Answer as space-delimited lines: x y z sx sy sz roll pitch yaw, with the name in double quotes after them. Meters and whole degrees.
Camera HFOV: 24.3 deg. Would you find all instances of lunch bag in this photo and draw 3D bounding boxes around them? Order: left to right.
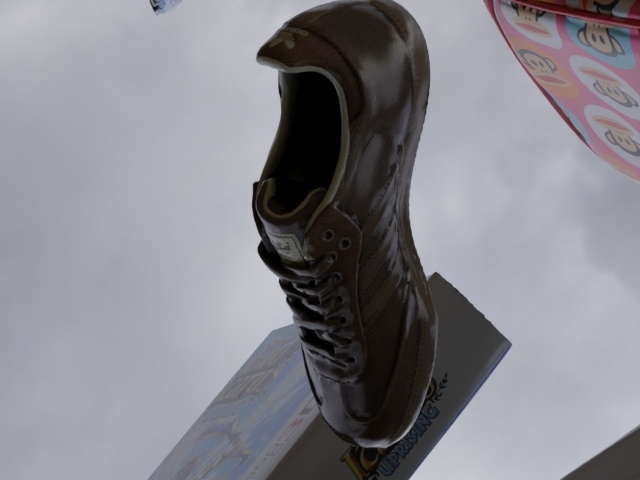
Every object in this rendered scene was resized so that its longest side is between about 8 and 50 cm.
0.238 -0.116 0.940 0.120 0.258 0.293 -52 -145 -6 "lunch bag"

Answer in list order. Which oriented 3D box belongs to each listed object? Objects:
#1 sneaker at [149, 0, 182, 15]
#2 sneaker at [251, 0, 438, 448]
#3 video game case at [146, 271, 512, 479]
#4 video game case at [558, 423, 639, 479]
-0.075 -0.210 0.996 0.087 0.083 0.221 -22 -168 16 "sneaker"
0.000 0.000 0.586 0.071 0.188 0.066 -18 -156 -42 "sneaker"
-0.041 0.140 0.823 0.244 0.061 0.269 -49 -172 -21 "video game case"
0.177 0.145 0.606 0.300 0.329 0.036 -46 -132 42 "video game case"
